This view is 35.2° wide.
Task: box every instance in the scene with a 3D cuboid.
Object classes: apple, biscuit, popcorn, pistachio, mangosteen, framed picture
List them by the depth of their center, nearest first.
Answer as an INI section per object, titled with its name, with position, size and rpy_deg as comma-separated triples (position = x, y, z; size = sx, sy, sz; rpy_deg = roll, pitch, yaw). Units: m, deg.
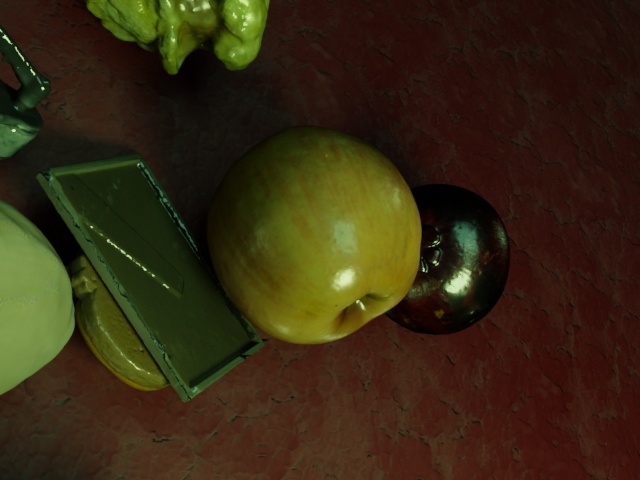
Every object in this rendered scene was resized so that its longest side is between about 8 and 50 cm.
[pistachio]
position = -0.354, 0.047, 0.885
size = 0.332, 0.208, 0.226
rpy_deg = -1, 76, -57
[biscuit]
position = -0.208, 0.078, 1.060
size = 0.170, 0.050, 0.170
rpy_deg = 44, 24, -26
[framed picture]
position = -0.176, 0.028, 1.104
size = 0.281, 0.019, 0.209
rpy_deg = 57, 21, 4
[apple]
position = 0.000, 0.000, 1.154
size = 0.242, 0.242, 0.241
rpy_deg = 7, 43, -36
[popcorn]
position = -0.184, -0.336, 1.240
size = 0.250, 0.235, 0.241
rpy_deg = 3, 45, 1
[mangosteen]
position = 0.152, 0.026, 1.307
size = 0.210, 0.210, 0.210
rpy_deg = 19, 55, -29

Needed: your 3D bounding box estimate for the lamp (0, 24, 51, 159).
[lamp]
position = -0.434, -0.193, 0.917
size = 0.272, 0.205, 0.374
rpy_deg = 52, 14, 11
